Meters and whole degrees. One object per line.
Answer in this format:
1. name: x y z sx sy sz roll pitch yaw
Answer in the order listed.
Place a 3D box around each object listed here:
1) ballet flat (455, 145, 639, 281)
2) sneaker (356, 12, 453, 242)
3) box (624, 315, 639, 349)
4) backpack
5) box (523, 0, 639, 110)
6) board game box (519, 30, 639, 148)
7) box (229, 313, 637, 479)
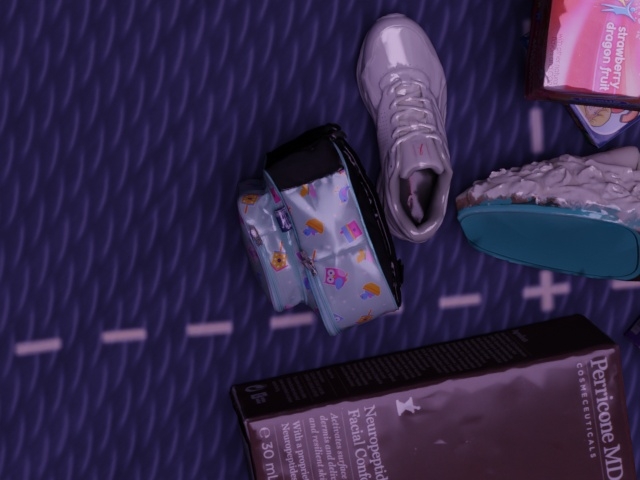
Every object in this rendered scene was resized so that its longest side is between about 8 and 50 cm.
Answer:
1. ballet flat: 0.344 -0.025 1.720 0.409 0.147 0.147 10 100 10
2. sneaker: 0.094 -0.106 1.685 0.090 0.115 0.232 -11 102 -5
3. box: 0.488 0.050 1.798 0.201 0.057 0.293 37 94 -13
4. backpack: 0.000 0.000 1.668 0.144 0.166 0.188 -29 100 0
5. box: 0.289 -0.277 1.633 0.154 0.142 0.300 7 90 -1
6. board game box: 0.321 -0.206 1.737 0.201 0.035 0.136 -36 103 0
7. box: 0.116 0.214 1.741 0.381 0.143 0.191 -12 102 -7
